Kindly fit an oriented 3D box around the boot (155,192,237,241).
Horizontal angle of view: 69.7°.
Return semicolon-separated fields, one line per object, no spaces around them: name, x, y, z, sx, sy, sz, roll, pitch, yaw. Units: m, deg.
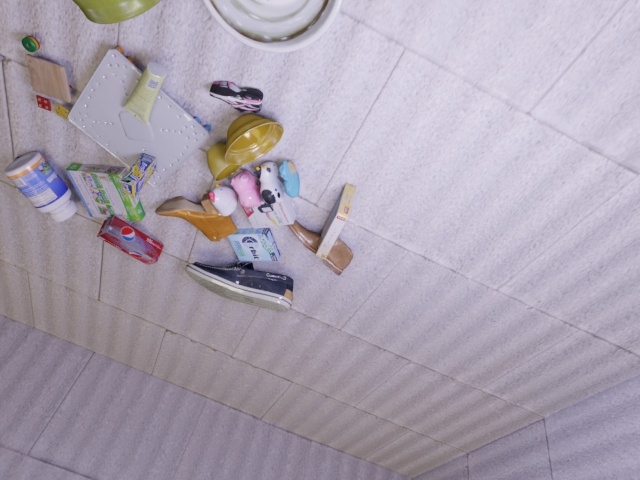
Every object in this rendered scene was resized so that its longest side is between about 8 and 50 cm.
boot;-0.500;-0.076;1.857;0.294;0.104;0.211;-8;130;18

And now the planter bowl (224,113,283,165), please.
planter bowl;-0.234;-0.345;1.492;0.217;0.217;0.090;-41;75;41

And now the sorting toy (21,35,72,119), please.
sorting toy;-0.910;-0.548;1.562;0.132;0.046;0.275;18;135;-1

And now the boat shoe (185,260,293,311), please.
boat shoe;-0.348;0.174;2.018;0.499;0.156;0.187;14;154;8

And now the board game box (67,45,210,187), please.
board game box;-0.634;-0.411;1.610;0.390;0.050;0.389;41;131;-23

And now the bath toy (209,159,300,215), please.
bath toy;-0.252;-0.189;1.634;0.347;0.152;0.129;-14;163;21

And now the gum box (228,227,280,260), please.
gum box;-0.278;0.020;1.928;0.184;0.041;0.157;-1;133;17

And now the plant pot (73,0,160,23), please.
plant pot;-0.543;-0.735;1.085;0.365;0.367;0.353;1;145;16

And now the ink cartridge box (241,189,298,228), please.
ink cartridge box;-0.191;-0.121;1.740;0.174;0.072;0.128;-6;130;23

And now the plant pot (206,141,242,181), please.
plant pot;-0.341;-0.285;1.604;0.095;0.134;0.134;52;130;1

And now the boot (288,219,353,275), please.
boot;0.000;0.000;1.808;0.305;0.112;0.115;39;102;-16

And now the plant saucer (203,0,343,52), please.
plant saucer;-0.122;-0.686;1.149;0.399;0.101;0.401;8;135;8

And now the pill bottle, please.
pill bottle;-1.130;-0.212;1.882;0.152;0.152;0.272;-6;132;22

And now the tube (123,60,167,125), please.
tube;-0.556;-0.466;1.459;0.240;0.062;0.070;-37;71;45

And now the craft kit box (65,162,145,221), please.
craft kit box;-0.880;-0.195;1.893;0.246;0.061;0.250;8;135;13

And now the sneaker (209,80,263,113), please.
sneaker;-0.268;-0.443;1.457;0.178;0.072;0.077;18;147;7

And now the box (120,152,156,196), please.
box;-0.644;-0.233;1.629;0.054;0.169;0.059;19;136;-2

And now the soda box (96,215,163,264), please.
soda box;-0.824;0.004;2.004;0.083;0.092;0.263;-17;139;33

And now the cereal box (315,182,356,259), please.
cereal box;0.054;-0.067;1.649;0.047;0.173;0.240;23;136;-5

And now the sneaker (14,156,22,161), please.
sneaker;-1.223;-0.248;1.926;0.069;0.082;0.210;6;133;14
